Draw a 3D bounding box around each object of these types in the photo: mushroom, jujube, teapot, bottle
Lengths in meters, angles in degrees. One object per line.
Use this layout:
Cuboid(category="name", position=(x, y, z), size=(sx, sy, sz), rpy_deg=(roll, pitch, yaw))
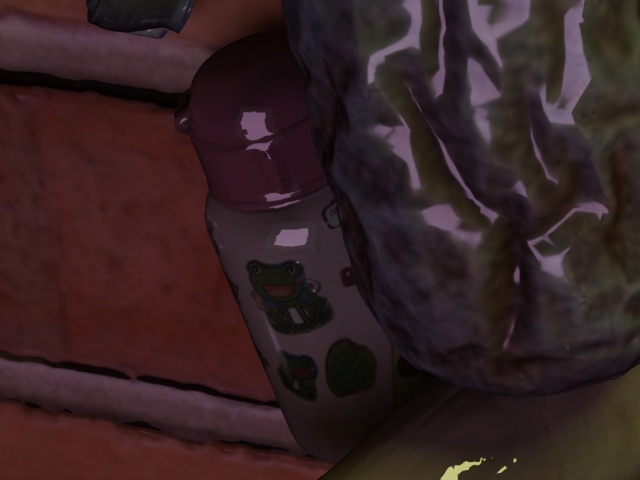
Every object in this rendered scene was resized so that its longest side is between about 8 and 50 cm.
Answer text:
Cuboid(category="mushroom", position=(0.090, 0.130, 0.977), size=(0.128, 0.350, 0.128), rpy_deg=(46, 148, 40))
Cuboid(category="jujube", position=(0.098, -0.078, 0.871), size=(0.226, 0.226, 0.317), rpy_deg=(-4, 117, 22))
Cuboid(category="teapot", position=(-0.101, -0.141, 1.000), size=(0.057, 0.066, 0.088), rpy_deg=(19, 153, -16))
Cuboid(category="bottle", position=(0.000, 0.000, 1.022), size=(0.120, 0.120, 0.253), rpy_deg=(-6, 122, 23))
